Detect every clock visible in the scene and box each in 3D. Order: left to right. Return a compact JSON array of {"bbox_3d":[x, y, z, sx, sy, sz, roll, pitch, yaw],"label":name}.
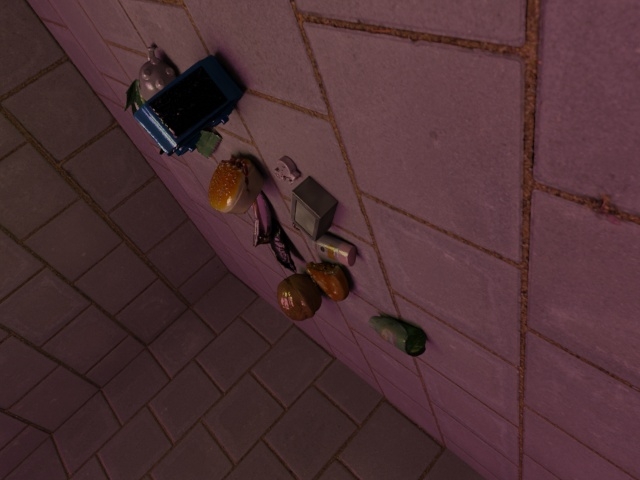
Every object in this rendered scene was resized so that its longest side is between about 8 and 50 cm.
[{"bbox_3d":[-0.115,-0.225,1.529,0.087,0.041,0.129,51,157,-6],"label":"clock"}]

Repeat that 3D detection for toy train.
[{"bbox_3d":[-0.396,-0.389,1.382,0.188,0.300,0.265,50,173,-14],"label":"toy train"}]

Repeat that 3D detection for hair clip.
[{"bbox_3d":[-0.271,-0.113,2.023,0.110,0.095,0.359,-116,20,-49],"label":"hair clip"}]

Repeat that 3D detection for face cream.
[{"bbox_3d":[0.040,0.028,1.665,0.198,0.057,0.084,23,126,39],"label":"face cream"}]

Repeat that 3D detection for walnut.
[{"bbox_3d":[-0.105,0.290,2.344,0.225,0.225,0.261,25,149,48],"label":"walnut"}]

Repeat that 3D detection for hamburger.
[{"bbox_3d":[-0.344,-0.212,1.789,0.151,0.227,0.295,30,171,-35],"label":"hamburger"}]

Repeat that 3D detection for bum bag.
[{"bbox_3d":[-0.190,0.021,2.176,0.137,0.074,0.310,20,135,56],"label":"bum bag"}]

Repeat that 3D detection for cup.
[{"bbox_3d":[-0.584,-0.600,1.674,0.134,0.173,0.142,18,168,-17],"label":"cup"}]

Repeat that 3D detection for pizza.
[{"bbox_3d":[0.033,0.153,1.954,0.228,0.081,0.289,32,158,21],"label":"pizza"}]

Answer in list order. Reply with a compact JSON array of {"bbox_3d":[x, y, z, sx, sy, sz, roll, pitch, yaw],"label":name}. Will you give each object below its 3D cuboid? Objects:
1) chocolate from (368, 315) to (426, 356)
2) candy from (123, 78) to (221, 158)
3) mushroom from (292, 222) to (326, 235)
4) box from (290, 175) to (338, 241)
[{"bbox_3d":[0.287,0.359,1.817,0.110,0.110,0.291,54,163,-23],"label":"chocolate"},{"bbox_3d":[-0.596,-0.481,1.875,0.398,0.172,0.263,37,169,-13],"label":"candy"},{"bbox_3d":[0.002,-0.002,1.764,0.306,0.043,0.068,34,171,31],"label":"mushroom"},{"bbox_3d":[-0.029,-0.098,1.541,0.129,0.086,0.225,43,163,10],"label":"box"}]
